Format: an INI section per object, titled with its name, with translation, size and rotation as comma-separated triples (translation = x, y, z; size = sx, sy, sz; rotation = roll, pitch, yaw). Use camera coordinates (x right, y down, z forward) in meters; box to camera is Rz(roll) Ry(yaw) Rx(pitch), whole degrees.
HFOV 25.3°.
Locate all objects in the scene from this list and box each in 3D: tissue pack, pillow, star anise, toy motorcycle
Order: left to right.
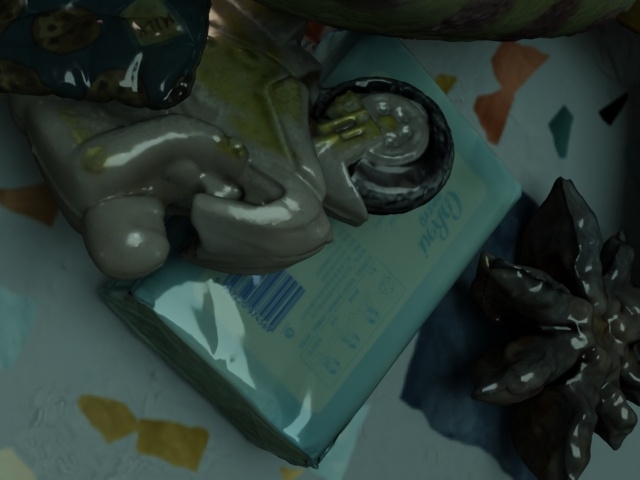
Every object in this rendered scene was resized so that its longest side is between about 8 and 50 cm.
[pillow]
translation = -0.188, -0.164, 0.829
size = 0.255, 0.034, 0.189
rotation = 4, 63, 0
[toy motorcycle]
translation = -0.098, -0.081, 0.872
size = 0.340, 0.108, 0.223
rotation = 33, 61, 6
[tissue pack]
translation = 0.000, 0.000, 0.978
size = 0.177, 0.089, 0.263
rotation = 47, 65, -18
[star anise]
translation = 0.192, 0.066, 1.069
size = 0.236, 0.093, 0.229
rotation = -8, 88, -34

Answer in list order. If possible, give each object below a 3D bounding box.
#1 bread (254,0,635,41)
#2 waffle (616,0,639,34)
[bread]
translation = 0.069, -0.199, 0.879
size = 0.338, 0.187, 0.155
rotation = -7, 110, -61
[waffle]
translation = 0.304, -0.237, 1.056
size = 0.308, 0.091, 0.213
rotation = 36, 70, 18
